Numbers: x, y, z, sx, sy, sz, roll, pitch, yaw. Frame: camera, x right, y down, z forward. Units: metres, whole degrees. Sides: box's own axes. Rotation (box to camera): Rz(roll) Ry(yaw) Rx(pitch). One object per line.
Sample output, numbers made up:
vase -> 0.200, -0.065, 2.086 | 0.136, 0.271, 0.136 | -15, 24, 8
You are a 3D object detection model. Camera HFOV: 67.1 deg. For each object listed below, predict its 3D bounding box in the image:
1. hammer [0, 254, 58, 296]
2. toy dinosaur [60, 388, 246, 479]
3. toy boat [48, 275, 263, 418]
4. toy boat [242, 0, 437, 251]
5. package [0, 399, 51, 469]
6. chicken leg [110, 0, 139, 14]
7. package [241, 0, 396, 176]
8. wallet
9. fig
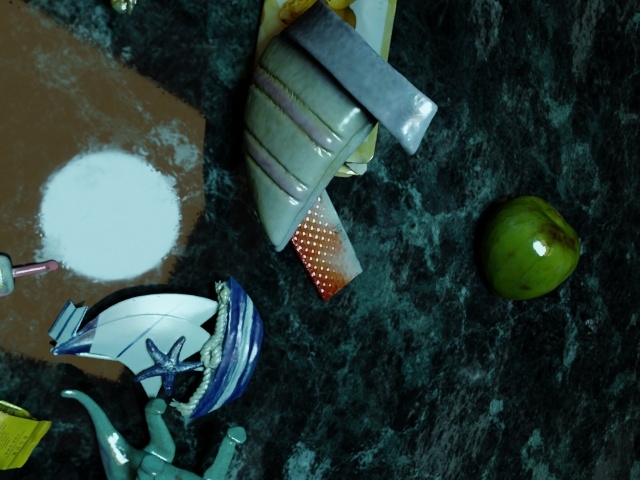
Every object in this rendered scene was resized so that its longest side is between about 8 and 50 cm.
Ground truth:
hammer -> -0.382, 0.040, 0.618 | 0.083, 0.031, 0.052 | -13, 105, -40
toy dinosaur -> -0.248, 0.408, 0.712 | 0.383, 0.129, 0.331 | 29, 111, -10
toy boat -> -0.223, 0.170, 0.707 | 0.292, 0.070, 0.210 | -9, 100, -22
toy boat -> -0.019, -0.174, 0.643 | 0.111, 0.293, 0.276 | 9, 54, -59
package -> -0.416, 0.239, 0.605 | 0.131, 0.047, 0.071 | 41, 72, -26
chicken leg -> -0.275, -0.495, 0.568 | 0.201, 0.153, 0.429 | -7, 107, -18
package -> 0.019, -0.267, 0.772 | 0.165, 0.221, 0.311 | 10, 88, -71
wallet -> 0.000, 0.000, 0.844 | 0.103, 0.020, 0.196 | -36, 112, -23
fig -> 0.421, 0.027, 1.021 | 0.203, 0.203, 0.225 | 4, 133, -31
